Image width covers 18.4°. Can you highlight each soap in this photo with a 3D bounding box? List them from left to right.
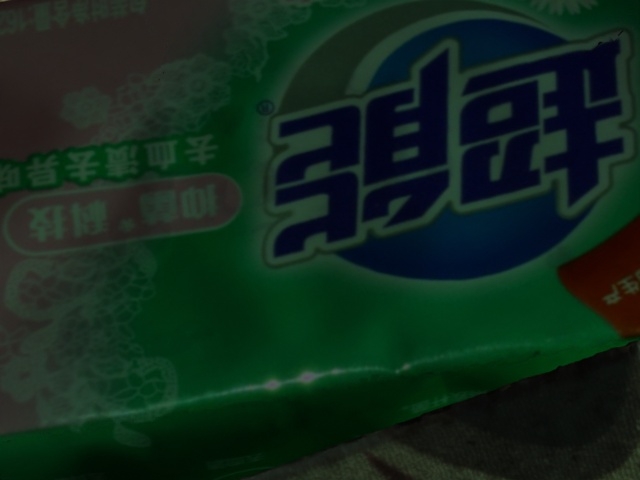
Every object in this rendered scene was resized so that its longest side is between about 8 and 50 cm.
[{"bbox_3d":[0.000,0.001,0.590,0.098,0.273,0.217,79,2,-62],"label":"soap"}]

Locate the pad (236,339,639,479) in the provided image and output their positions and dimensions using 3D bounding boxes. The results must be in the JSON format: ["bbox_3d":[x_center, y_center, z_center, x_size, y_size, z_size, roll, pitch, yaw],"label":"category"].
[{"bbox_3d":[0.032,0.183,0.601,0.004,0.220,0.330,-108,177,-54],"label":"pad"}]
